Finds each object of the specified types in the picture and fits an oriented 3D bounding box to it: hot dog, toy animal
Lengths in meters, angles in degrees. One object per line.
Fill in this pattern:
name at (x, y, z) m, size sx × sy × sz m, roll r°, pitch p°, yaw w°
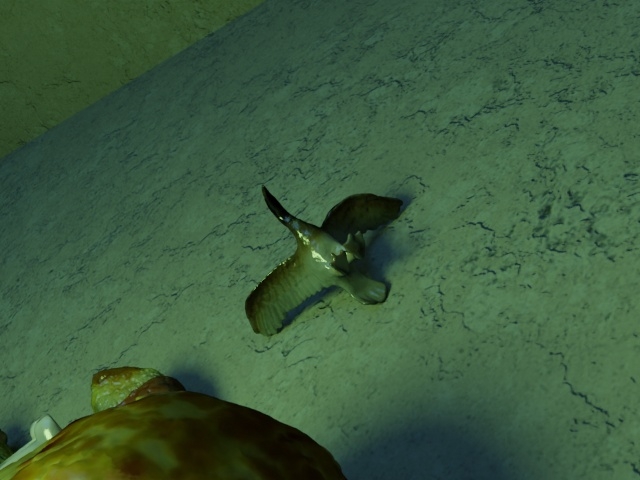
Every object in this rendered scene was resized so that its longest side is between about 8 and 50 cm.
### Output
hot dog at (-0.213, 0.252, 1.113) m, size 0.123 × 0.093 × 0.261 m, roll -37°, pitch 44°, yaw -11°
toy animal at (0.005, -0.001, 1.117) m, size 0.272 × 0.197 × 0.160 m, roll -44°, pitch 33°, yaw -15°

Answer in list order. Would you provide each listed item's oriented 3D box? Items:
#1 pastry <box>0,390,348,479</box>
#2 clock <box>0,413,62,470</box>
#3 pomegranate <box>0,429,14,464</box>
pastry at (-0.117, 0.291, 0.665) m, size 0.388 × 0.389 × 0.312 m, roll 30°, pitch 111°, yaw 59°
clock at (-0.395, 0.348, 1.045) m, size 0.254 × 0.188 × 0.189 m, roll -32°, pitch 26°, yaw -23°
pomegranate at (-0.568, 0.364, 1.283) m, size 0.159 × 0.190 × 0.241 m, roll -63°, pitch 28°, yaw 14°
